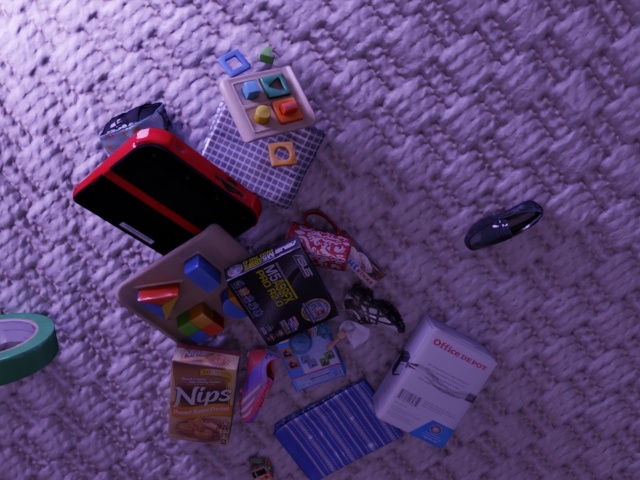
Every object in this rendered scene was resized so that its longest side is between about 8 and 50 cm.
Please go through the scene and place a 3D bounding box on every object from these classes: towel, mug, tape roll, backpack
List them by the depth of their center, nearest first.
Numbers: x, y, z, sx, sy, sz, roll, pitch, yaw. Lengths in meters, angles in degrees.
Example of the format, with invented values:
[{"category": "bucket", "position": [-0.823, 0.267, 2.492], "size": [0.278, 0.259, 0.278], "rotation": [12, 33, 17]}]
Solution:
[{"category": "backpack", "position": [-0.464, -0.262, 1.656], "size": [0.166, 0.188, 0.144], "rotation": [-17, 106, 5]}, {"category": "towel", "position": [-0.160, -0.240, 1.694], "size": [0.284, 0.121, 0.234], "rotation": [25, 105, -7]}, {"category": "mug", "position": [-0.002, 0.004, 1.759], "size": [0.170, 0.113, 0.150], "rotation": [14, 105, 6]}, {"category": "tape roll", "position": [-0.885, 0.295, 1.767], "size": [0.322, 0.321, 0.077], "rotation": [-3, 109, 2]}, {"category": "towel", "position": [0.052, 0.587, 1.994], "size": [0.336, 0.040, 0.243], "rotation": [-31, 105, 10]}]

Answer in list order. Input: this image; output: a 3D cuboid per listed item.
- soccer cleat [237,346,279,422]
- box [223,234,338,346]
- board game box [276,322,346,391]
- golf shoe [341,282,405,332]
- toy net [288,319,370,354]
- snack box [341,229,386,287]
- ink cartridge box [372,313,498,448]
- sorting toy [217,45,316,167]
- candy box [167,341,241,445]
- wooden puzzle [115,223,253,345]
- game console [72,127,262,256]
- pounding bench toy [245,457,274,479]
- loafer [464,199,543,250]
[{"category": "soccer cleat", "position": [-0.181, 0.434, 1.923], "size": [0.095, 0.083, 0.247], "rotation": [13, 103, 17]}, {"category": "box", "position": [-0.100, 0.139, 1.731], "size": [0.216, 0.060, 0.270], "rotation": [-24, 127, 3]}, {"category": "board game box", "position": [-0.036, 0.324, 1.912], "size": [0.160, 0.039, 0.211], "rotation": [-20, 106, 7]}, {"category": "golf shoe", "position": [0.151, 0.209, 1.863], "size": [0.198, 0.077, 0.094], "rotation": [39, 115, -4]}, {"category": "toy net", "position": [0.023, 0.255, 1.853], "size": [0.233, 0.045, 0.121], "rotation": [-4, 77, -2]}, {"category": "snack box", "position": [0.103, 0.053, 1.833], "size": [0.064, 0.022, 0.178], "rotation": [-42, 102, 15]}, {"category": "ink cartridge box", "position": [0.324, 0.403, 1.874], "size": [0.223, 0.129, 0.307], "rotation": [28, 101, -8]}, {"category": "sorting toy", "position": [-0.126, -0.342, 1.601], "size": [0.196, 0.047, 0.347], "rotation": [-20, 75, -20]}, {"category": "candy box", "position": [-0.340, 0.450, 1.897], "size": [0.183, 0.087, 0.316], "rotation": [8, 122, -3]}, {"category": "wooden puzzle", "position": [-0.321, 0.151, 1.771], "size": [0.348, 0.080, 0.322], "rotation": [-34, 129, 12]}, {"category": "game console", "position": [-0.381, -0.096, 1.668], "size": [0.342, 0.060, 0.387], "rotation": [-29, 130, 32]}, {"category": "pounding bench toy", "position": [-0.186, 0.706, 2.028], "size": [0.065, 0.052, 0.083], "rotation": [-26, 105, 8]}, {"category": "loafer", "position": [0.496, -0.038, 1.769], "size": [0.223, 0.078, 0.076], "rotation": [-29, 104, 9]}]
